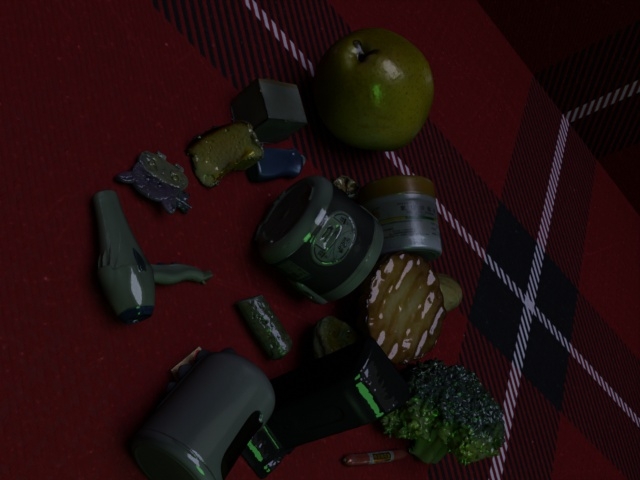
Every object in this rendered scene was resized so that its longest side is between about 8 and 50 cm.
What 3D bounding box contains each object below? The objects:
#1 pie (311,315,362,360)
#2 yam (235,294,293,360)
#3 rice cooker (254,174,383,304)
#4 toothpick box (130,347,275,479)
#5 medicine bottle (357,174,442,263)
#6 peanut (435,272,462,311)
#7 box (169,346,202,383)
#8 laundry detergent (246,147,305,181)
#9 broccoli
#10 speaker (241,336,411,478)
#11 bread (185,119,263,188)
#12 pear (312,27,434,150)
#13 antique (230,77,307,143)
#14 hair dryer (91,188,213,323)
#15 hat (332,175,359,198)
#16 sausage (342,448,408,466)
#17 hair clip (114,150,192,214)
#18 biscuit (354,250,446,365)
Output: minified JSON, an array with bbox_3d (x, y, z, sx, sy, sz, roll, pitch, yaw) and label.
[{"bbox_3d":[0.074,0.324,1.671,0.277,0.078,0.277,47,20,-23],"label":"pie"},{"bbox_3d":[-0.138,0.214,1.594,0.078,0.078,0.179,-36,96,-44],"label":"yam"},{"bbox_3d":[0.003,0.002,1.668,0.277,0.288,0.288,39,52,-25],"label":"rice cooker"},{"bbox_3d":[-0.238,0.370,1.358,0.229,0.229,0.316,52,45,-14],"label":"toothpick box"},{"bbox_3d":[0.241,-0.053,1.924,0.237,0.238,0.232,9,68,-40],"label":"medicine bottle"},{"bbox_3d":[0.323,0.163,1.989,0.318,0.147,0.148,15,65,-36],"label":"peanut"},{"bbox_3d":[-0.298,0.294,1.458,0.093,0.015,0.058,-39,103,-43],"label":"box"},{"bbox_3d":[-0.118,-0.218,1.788,0.206,0.061,0.097,-12,74,-45],"label":"laundry detergent"},{"bbox_3d":[0.351,0.507,1.811,0.347,0.281,0.293,31,23,13],"label":"broccoli"},{"bbox_3d":[-0.003,0.397,1.472,0.180,0.388,0.184,54,30,-11],"label":"speaker"},{"bbox_3d":[-0.250,-0.224,1.624,0.160,0.169,0.140,-28,95,-30],"label":"bread"},{"bbox_3d":[0.161,-0.449,1.927,0.418,0.362,0.363,46,41,-61],"label":"pear"},{"bbox_3d":[-0.148,-0.362,1.756,0.152,0.146,0.148,-3,75,-44],"label":"antique"},{"bbox_3d":[-0.406,0.014,1.432,0.296,0.119,0.298,60,30,-2],"label":"hair dryer"},{"bbox_3d":[0.071,-0.154,1.933,0.076,0.059,0.077,39,47,14],"label":"hat"},{"bbox_3d":[0.153,0.596,1.740,0.253,0.034,0.034,9,68,-41],"label":"sausage"},{"bbox_3d":[-0.380,-0.138,1.525,0.187,0.056,0.146,42,44,-19],"label":"hair clip"},{"bbox_3d":[0.220,0.193,1.795,0.325,0.107,0.326,1,89,-39],"label":"biscuit"}]
